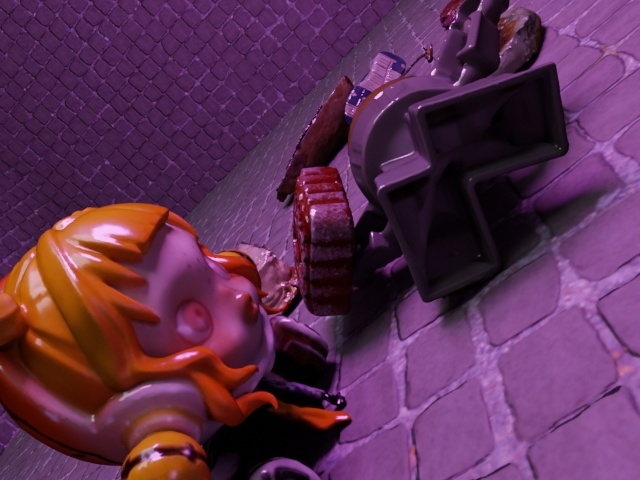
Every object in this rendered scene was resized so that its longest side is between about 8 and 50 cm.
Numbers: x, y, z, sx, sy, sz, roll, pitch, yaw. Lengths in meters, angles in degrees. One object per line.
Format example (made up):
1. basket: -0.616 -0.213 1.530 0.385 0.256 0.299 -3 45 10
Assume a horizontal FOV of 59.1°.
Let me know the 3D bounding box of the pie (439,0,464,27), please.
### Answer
1. pie: 0.344 -0.566 1.334 0.154 0.036 0.154 -41 18 17

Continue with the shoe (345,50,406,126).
1. shoe: 0.122 -0.324 1.272 0.207 0.091 0.106 -60 -6 -23

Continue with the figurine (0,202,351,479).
1. figurine: -0.133 0.100 0.480 0.196 0.323 0.320 -41 17 17

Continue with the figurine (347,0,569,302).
1. figurine: 0.112 -0.095 0.594 0.342 0.167 0.285 -45 17 9

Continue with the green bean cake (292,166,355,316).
1. green bean cake: 0.000 0.000 0.622 0.056 0.136 0.135 -4 31 -8

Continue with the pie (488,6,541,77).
1. pie: 0.240 -0.268 0.880 0.240 0.054 0.240 -43 19 19

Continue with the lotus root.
1. lotus root: 0.001 -0.228 1.326 0.329 0.078 0.167 -60 -4 -5

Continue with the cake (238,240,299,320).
1. cake: -0.080 0.042 0.898 0.116 0.086 0.220 -42 17 19

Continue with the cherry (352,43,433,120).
1. cherry: 0.119 -0.237 0.984 0.107 0.090 0.225 -41 -11 -46
